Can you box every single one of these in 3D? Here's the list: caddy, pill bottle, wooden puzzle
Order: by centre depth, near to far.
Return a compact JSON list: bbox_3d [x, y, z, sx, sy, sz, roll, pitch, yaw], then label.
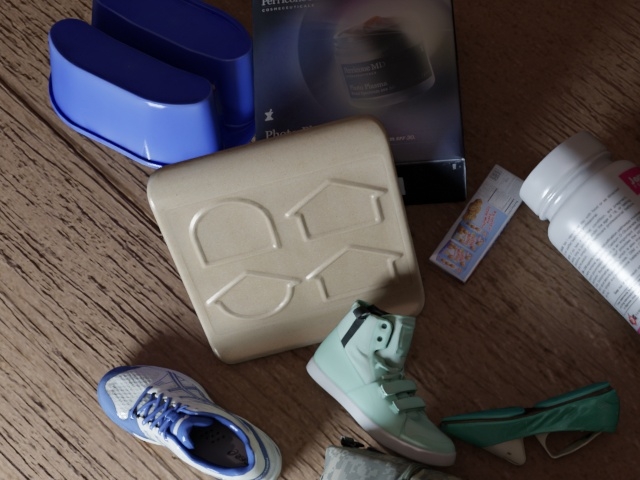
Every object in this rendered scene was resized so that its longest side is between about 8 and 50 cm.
[{"bbox_3d":[0.419,-0.008,1.699,0.160,0.160,0.283,-40,73,-6],"label":"pill bottle"},{"bbox_3d":[-0.040,-0.004,1.702,0.322,0.348,0.080,-15,39,2],"label":"wooden puzzle"},{"bbox_3d":[-0.252,-0.241,1.853,0.341,0.179,0.241,27,56,16],"label":"caddy"}]

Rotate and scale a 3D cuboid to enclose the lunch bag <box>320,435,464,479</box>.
[{"bbox_3d":[0.074,0.425,1.587,0.256,0.212,0.305,15,72,29],"label":"lunch bag"}]

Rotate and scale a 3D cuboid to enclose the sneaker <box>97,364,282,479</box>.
[{"bbox_3d":[-0.189,0.248,1.716,0.296,0.131,0.112,23,79,15],"label":"sneaker"}]

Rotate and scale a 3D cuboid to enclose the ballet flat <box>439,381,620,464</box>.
[{"bbox_3d":[0.290,0.260,1.679,0.247,0.083,0.087,-13,86,5],"label":"ballet flat"}]

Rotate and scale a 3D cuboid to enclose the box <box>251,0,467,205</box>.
[{"bbox_3d":[0.056,-0.211,1.800,0.296,0.183,0.294,-5,71,6],"label":"box"}]

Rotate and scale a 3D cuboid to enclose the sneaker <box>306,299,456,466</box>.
[{"bbox_3d":[0.107,0.187,1.679,0.256,0.094,0.151,38,106,26],"label":"sneaker"}]

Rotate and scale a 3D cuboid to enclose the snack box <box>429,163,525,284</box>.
[{"bbox_3d":[0.235,-0.024,1.801,0.064,0.022,0.178,33,80,15],"label":"snack box"}]
